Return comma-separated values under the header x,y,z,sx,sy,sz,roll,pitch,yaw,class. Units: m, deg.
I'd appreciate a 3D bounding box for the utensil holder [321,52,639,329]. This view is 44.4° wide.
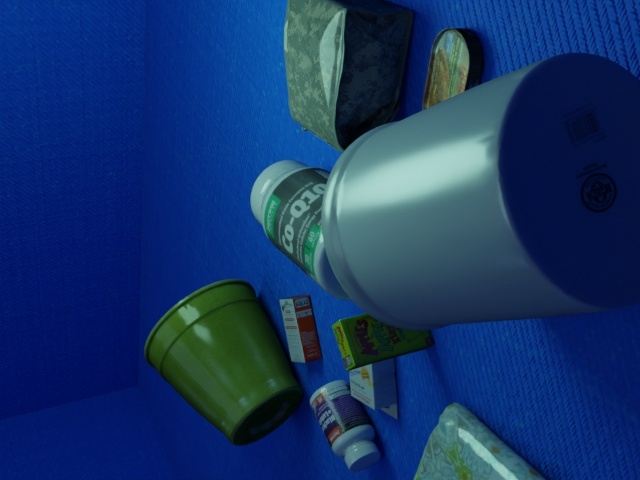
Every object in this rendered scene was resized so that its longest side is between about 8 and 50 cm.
x,y,z,sx,sy,sz,roll,pitch,yaw,class
0.232,-0.044,1.057,0.385,0.327,0.328,-13,88,61,utensil holder

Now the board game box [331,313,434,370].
x,y,z,sx,sy,sz,roll,pitch,yaw,class
0.122,0.183,1.513,0.043,0.181,0.092,-46,59,59,board game box

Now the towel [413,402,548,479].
x,y,z,sx,sy,sz,roll,pitch,yaw,class
0.258,0.524,1.363,0.320,0.090,0.374,37,111,55,towel

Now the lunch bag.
x,y,z,sx,sy,sz,roll,pitch,yaw,class
0.039,-0.323,1.507,0.235,0.169,0.287,42,131,51,lunch bag

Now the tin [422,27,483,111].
x,y,z,sx,sy,sz,roll,pitch,yaw,class
0.222,-0.261,1.314,0.106,0.040,0.190,-128,37,-49,tin

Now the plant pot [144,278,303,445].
x,y,z,sx,sy,sz,roll,pitch,yaw,class
-0.241,0.360,2.169,0.353,0.366,0.366,49,142,28,plant pot

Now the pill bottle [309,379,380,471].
x,y,z,sx,sy,sz,roll,pitch,yaw,class
0.060,0.431,1.814,0.193,0.108,0.108,59,147,35,pill bottle

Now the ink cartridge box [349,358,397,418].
x,y,z,sx,sy,sz,roll,pitch,yaw,class
0.113,0.299,1.711,0.104,0.061,0.181,16,114,61,ink cartridge box

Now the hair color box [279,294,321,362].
x,y,z,sx,sy,sz,roll,pitch,yaw,class
-0.052,0.228,2.025,0.093,0.053,0.167,-12,90,65,hair color box

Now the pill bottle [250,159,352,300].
x,y,z,sx,sy,sz,roll,pitch,yaw,class
0.001,-0.036,1.647,0.361,0.204,0.204,38,132,53,pill bottle
